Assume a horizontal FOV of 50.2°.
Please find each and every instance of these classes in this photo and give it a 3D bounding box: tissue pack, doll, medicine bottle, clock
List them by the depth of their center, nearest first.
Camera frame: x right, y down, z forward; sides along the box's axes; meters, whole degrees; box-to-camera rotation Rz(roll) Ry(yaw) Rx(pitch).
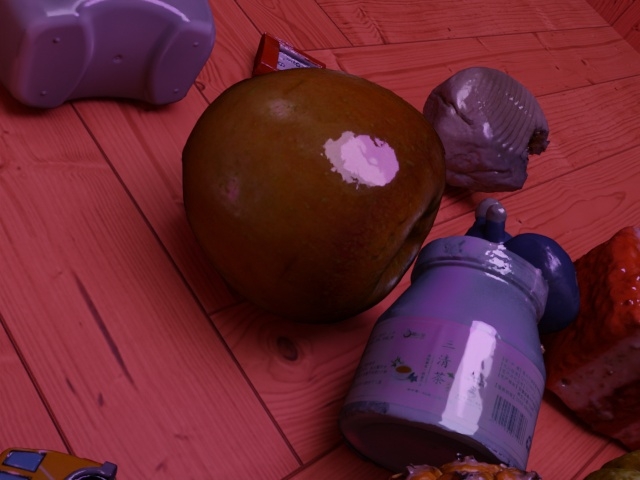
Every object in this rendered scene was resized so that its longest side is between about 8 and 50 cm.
[{"bbox_3d":[0.182,0.164,0.927,0.245,0.245,0.289,30,58,-8],"label":"medicine bottle"},{"bbox_3d":[-0.354,-0.354,1.076,0.333,0.229,0.235,-12,63,-39],"label":"tissue pack"},{"bbox_3d":[0.343,0.054,1.188,0.154,0.228,0.258,-27,26,-21],"label":"doll"},{"bbox_3d":[-0.061,-0.342,1.390,0.155,0.061,0.113,22,44,-21],"label":"clock"}]

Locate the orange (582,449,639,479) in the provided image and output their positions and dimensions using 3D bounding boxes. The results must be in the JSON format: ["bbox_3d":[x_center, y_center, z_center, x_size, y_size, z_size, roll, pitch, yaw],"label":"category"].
[{"bbox_3d":[0.469,0.446,0.938,0.301,0.223,0.300,34,58,-4],"label":"orange"}]

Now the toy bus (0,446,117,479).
[{"bbox_3d":[-0.286,0.299,0.637,0.136,0.126,0.209,22,44,-4],"label":"toy bus"}]

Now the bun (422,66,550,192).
[{"bbox_3d":[0.326,-0.222,1.440,0.282,0.205,0.281,19,56,-31],"label":"bun"}]

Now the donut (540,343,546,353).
[{"bbox_3d":[0.257,0.135,1.134,0.085,0.141,0.217,-44,78,-8],"label":"donut"}]

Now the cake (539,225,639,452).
[{"bbox_3d":[0.565,0.183,1.193,0.320,0.269,0.270,31,42,-7],"label":"cake"}]

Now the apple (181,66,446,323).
[{"bbox_3d":[-0.012,-0.071,0.989,0.374,0.374,0.384,46,25,9],"label":"apple"}]

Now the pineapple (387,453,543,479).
[{"bbox_3d":[0.146,0.406,0.694,0.352,0.352,0.300,40,33,3],"label":"pineapple"}]
